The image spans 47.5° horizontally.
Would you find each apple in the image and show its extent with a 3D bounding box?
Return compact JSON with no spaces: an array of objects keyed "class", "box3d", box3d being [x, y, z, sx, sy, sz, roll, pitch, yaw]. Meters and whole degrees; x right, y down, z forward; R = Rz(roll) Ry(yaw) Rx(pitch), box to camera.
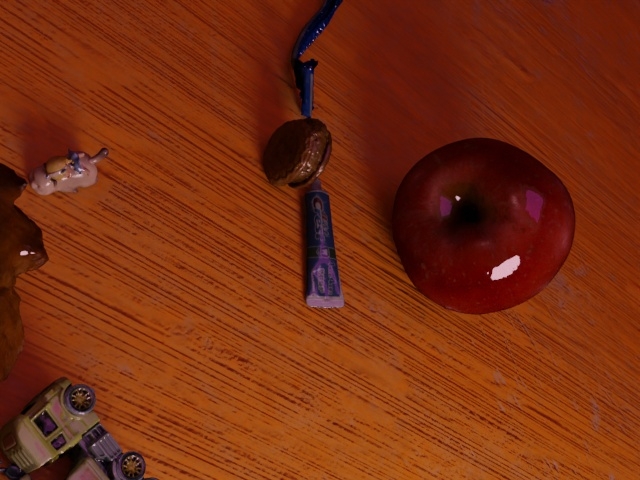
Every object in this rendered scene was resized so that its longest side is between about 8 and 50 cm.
[{"class":"apple","box3d":[0.241,-0.022,1.075,0.216,0.261,0.260,23,51,-59]}]

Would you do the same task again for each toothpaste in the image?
[{"class":"toothpaste","box3d":[0.000,0.000,1.016,0.057,0.035,0.197,4,66,-21]}]

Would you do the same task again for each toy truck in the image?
[{"class":"toy truck","box3d":[-0.229,0.221,0.680,0.169,0.077,0.100,55,44,-4]}]

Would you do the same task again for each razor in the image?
[{"class":"razor","box3d":[-0.005,-0.338,1.179,0.056,0.093,0.324,11,50,5]}]

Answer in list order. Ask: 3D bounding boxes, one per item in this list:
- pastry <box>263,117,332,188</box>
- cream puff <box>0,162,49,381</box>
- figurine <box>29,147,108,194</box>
[{"class":"pastry","box3d":[-0.031,-0.120,1.009,0.057,0.097,0.109,23,92,-40]},{"class":"cream puff","box3d":[-0.368,0.015,0.628,0.269,0.155,0.241,35,55,-29]},{"class":"figurine","box3d":[-0.281,-0.082,0.815,0.083,0.050,0.047,-32,84,-45]}]
